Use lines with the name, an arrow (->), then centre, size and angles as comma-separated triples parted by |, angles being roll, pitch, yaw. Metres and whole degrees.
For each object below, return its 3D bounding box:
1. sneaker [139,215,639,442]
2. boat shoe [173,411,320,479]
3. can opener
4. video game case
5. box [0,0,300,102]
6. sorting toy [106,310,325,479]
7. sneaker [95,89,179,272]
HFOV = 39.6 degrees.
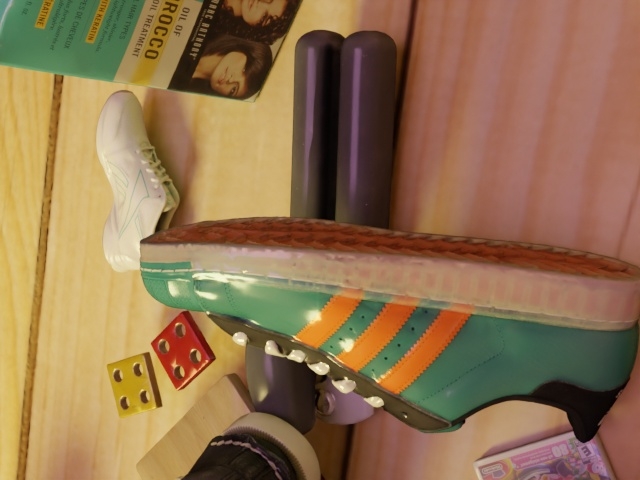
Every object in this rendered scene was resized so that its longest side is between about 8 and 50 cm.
sneaker -> 0.035, 0.057, 0.533 | 0.302, 0.108, 0.120 | 7, 102, 6
boat shoe -> -0.093, 0.256, 0.624 | 0.114, 0.091, 0.302 | 25, 116, 20
can opener -> 0.000, 0.000, 0.609 | 0.076, 0.095, 0.283 | 9, 104, 32
video game case -> 0.157, 0.187, 0.566 | 0.087, 0.011, 0.122 | -27, 78, 31
box -> -0.117, -0.157, 0.591 | 0.060, 0.244, 0.100 | 36, 111, 26
sorting toy -> -0.068, 0.184, 0.694 | 0.132, 0.046, 0.274 | -47, 68, 26
sneaker -> -0.147, -0.049, 0.738 | 0.061, 0.054, 0.152 | 0, 98, 25
